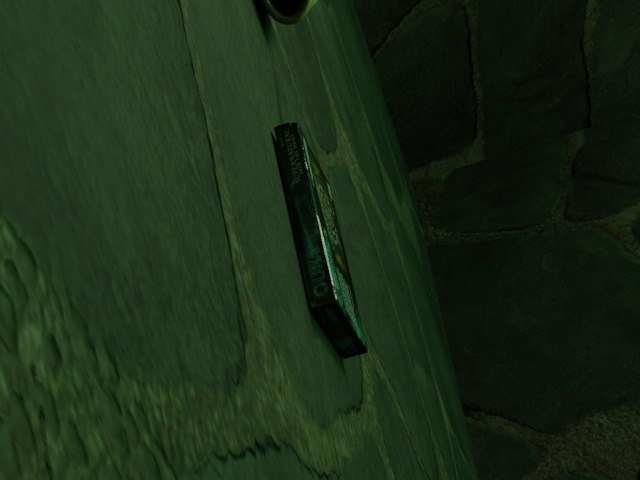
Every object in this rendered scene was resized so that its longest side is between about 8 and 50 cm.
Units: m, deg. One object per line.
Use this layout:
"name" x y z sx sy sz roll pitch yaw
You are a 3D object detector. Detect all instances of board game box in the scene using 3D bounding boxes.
"board game box" 0.000 0.000 1.078 0.126 0.026 0.186 60 15 -60

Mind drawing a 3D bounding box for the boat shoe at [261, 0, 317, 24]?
"boat shoe" -0.042 -0.390 1.192 0.110 0.121 0.341 -77 158 -61
